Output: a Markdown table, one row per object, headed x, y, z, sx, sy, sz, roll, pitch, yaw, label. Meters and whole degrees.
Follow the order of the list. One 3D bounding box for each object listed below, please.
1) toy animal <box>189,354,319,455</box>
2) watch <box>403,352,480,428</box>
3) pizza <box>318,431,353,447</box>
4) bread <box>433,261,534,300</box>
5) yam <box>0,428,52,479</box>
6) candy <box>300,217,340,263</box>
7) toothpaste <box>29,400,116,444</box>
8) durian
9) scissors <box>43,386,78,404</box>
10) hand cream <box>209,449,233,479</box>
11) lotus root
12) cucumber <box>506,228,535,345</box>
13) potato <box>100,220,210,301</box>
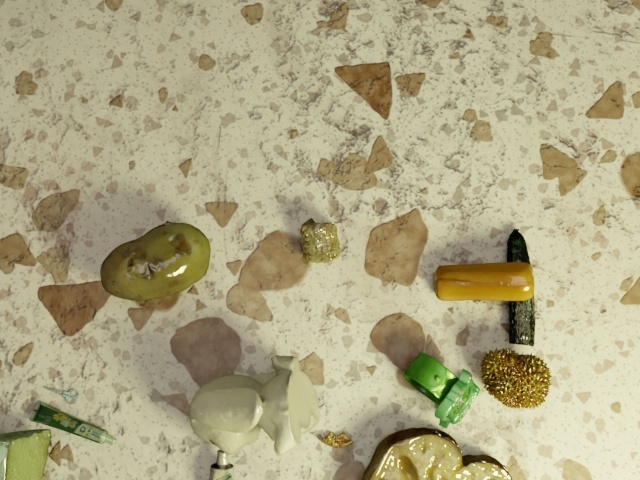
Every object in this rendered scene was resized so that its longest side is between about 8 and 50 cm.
| x | y | z | sx | sy | sz | roll | pitch | yaw | label |
| --- | --- | --- | --- | --- | --- | --- | --- | --- | --- |
| -0.160 | 0.369 | 1.759 | 0.265 | 0.272 | 0.206 | -11 | 92 | 17 | toy animal |
| 0.270 | 0.342 | 1.838 | 0.152 | 0.165 | 0.131 | 31 | 78 | 28 | watch |
| 0.036 | 0.464 | 1.846 | 0.083 | 0.016 | 0.037 | 8 | 72 | 0 | pizza |
| 0.385 | 0.099 | 1.882 | 0.239 | 0.074 | 0.092 | -2 | 78 | 15 | bread |
| -0.707 | 0.552 | 1.699 | 0.201 | 0.202 | 0.271 | -7 | 80 | 17 | yam |
| 0.000 | 0.000 | 1.912 | 0.095 | 0.085 | 0.110 | -1 | 90 | 5 | candy |
| -0.563 | 0.423 | 1.809 | 0.204 | 0.031 | 0.049 | 20 | 76 | 2 | toothpaste |
| 0.452 | 0.322 | 1.827 | 0.158 | 0.168 | 0.137 | 21 | 57 | 39 | durian |
| -0.601 | 0.352 | 1.833 | 0.083 | 0.006 | 0.036 | 20 | 76 | 1 | scissors |
| -0.214 | 0.600 | 1.778 | 0.084 | 0.050 | 0.257 | -4 | 81 | -27 | hand cream |
| 0.262 | 0.622 | 1.786 | 0.390 | 0.111 | 0.375 | 39 | 80 | 1 | lotus root |
| 0.485 | 0.110 | 1.924 | 0.067 | 0.067 | 0.293 | 1 | 78 | -3 | cucumber |
| -0.377 | 0.057 | 1.835 | 0.262 | 0.165 | 0.165 | -27 | 81 | -14 | potato |
